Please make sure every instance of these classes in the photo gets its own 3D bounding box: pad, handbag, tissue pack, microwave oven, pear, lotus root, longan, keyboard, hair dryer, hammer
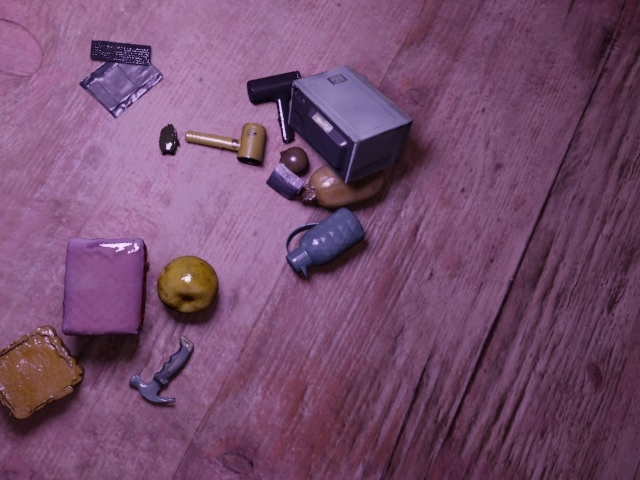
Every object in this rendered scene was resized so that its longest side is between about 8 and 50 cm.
[{"bbox_3d":[-0.688,-0.559,1.735,0.174,0.022,0.233,44,78,-7],"label":"pad"},{"bbox_3d":[-0.528,-0.355,1.739,0.072,0.047,0.111,2,84,-8],"label":"handbag"},{"bbox_3d":[-0.126,-0.206,1.766,0.112,0.156,0.051,36,73,-7],"label":"tissue pack"},{"bbox_3d":[0.089,-0.400,1.731,0.286,0.218,0.355,-28,62,-28],"label":"microwave oven"},{"bbox_3d":[-0.436,0.138,1.649,0.197,0.197,0.197,1,84,-13],"label":"pear"},{"bbox_3d":[0.075,-0.207,1.816,0.343,0.151,0.169,-15,86,-19],"label":"lotus root"},{"bbox_3d":[-0.100,-0.291,1.816,0.113,0.092,0.113,0,88,11],"label":"longan"},{"bbox_3d":[-0.689,-0.651,1.722,0.196,0.015,0.074,2,86,-13],"label":"keyboard"},{"bbox_3d":[-0.337,-0.361,1.774,0.279,0.090,0.135,9,83,-7],"label":"hair dryer"},{"bbox_3d":[-0.508,0.430,1.671,0.159,0.041,0.226,39,77,-8],"label":"hammer"},{"bbox_3d":[-0.147,-0.483,1.831,0.197,0.089,0.251,-15,95,-15],"label":"hair dryer"}]

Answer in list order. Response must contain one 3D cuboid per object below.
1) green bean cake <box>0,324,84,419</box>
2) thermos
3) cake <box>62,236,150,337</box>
[{"bbox_3d":[-0.878,0.404,1.540,0.230,0.131,0.224,-34,95,-17],"label":"green bean cake"},{"bbox_3d":[0.000,0.000,1.791,0.286,0.145,0.182,-33,61,-13],"label":"thermos"},{"bbox_3d":[-0.666,0.145,1.561,0.230,0.237,0.308,4,85,-13],"label":"cake"}]
